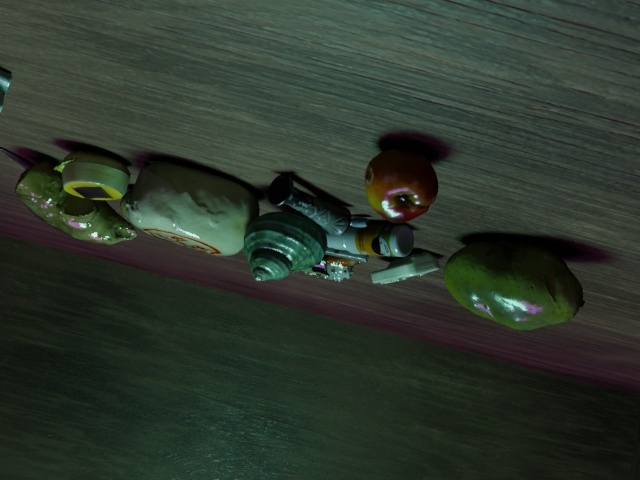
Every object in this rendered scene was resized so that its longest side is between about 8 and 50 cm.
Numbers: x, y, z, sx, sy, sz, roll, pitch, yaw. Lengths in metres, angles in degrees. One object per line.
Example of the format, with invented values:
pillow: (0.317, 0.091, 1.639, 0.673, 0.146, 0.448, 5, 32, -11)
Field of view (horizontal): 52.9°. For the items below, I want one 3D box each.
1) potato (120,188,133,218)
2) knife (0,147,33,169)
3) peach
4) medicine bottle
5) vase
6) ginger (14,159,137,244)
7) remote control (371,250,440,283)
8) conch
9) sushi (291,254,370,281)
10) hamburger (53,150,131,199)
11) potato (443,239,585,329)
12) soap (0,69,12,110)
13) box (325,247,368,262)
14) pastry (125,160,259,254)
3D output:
potato: (-0.385, -0.076, 1.438, 0.138, 0.070, 0.091, 8, 165, 22)
knife: (-0.668, -0.163, 1.493, 0.036, 0.018, 0.247, 15, 168, 10)
peach: (0.102, -0.074, 0.829, 0.101, 0.100, 0.100, 13, 168, 3)
medicine bottle: (0.070, -0.013, 1.249, 0.221, 0.061, 0.092, 2, 139, 44)
vase: (-0.017, -0.060, 1.110, 0.059, 0.059, 0.167, 4, 165, 41)
ginger: (-0.548, -0.066, 1.435, 0.270, 0.123, 0.219, 43, 160, -19)
remote control: (0.189, 0.063, 1.453, 0.090, 0.049, 0.230, -14, 175, -16)
conch: (-0.069, 0.008, 1.211, 0.176, 0.121, 0.188, -18, 177, 40)
sushi: (0.001, 0.037, 1.457, 0.226, 0.103, 0.097, 12, -175, 17)
hamburger: (-0.437, -0.128, 1.234, 0.141, 0.081, 0.126, -3, 165, 20)
potato: (0.332, 0.072, 1.133, 0.248, 0.143, 0.169, 8, 130, 46)
soap: (-0.548, -0.235, 0.887, 0.198, 0.066, 0.119, 23, 164, -36)
box: (0.000, 0.000, 1.386, 0.218, 0.055, 0.039, 10, 166, 14)
pastry: (-0.246, -0.055, 1.235, 0.265, 0.133, 0.265, 16, 172, 2)
